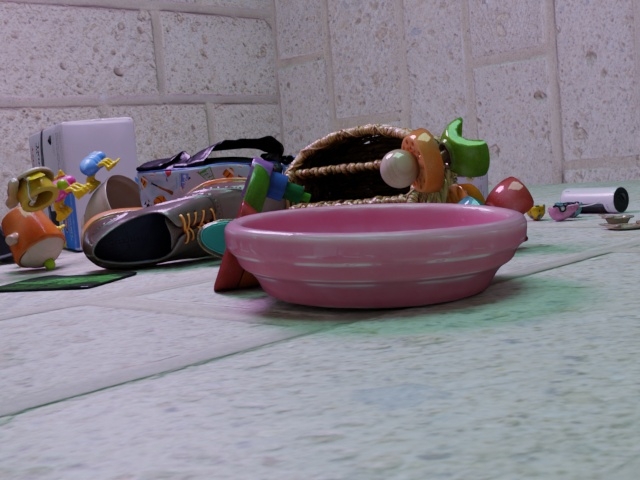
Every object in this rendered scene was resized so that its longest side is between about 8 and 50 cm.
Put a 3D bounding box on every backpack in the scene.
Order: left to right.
[{"bbox_3d":[-0.221,-0.082,1.679,0.277,0.213,0.263,-9,-5,26],"label":"backpack"}]

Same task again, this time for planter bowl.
[{"bbox_3d":[-0.414,-0.038,1.773,0.109,0.162,0.162,-32,-5,21],"label":"planter bowl"}]

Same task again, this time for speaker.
[{"bbox_3d":[0.573,-0.085,1.830,0.055,0.055,0.136,-8,7,-36],"label":"speaker"}]

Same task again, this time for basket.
[{"bbox_3d":[0.071,-0.099,1.555,0.299,0.213,0.223,-1,5,37],"label":"basket"}]

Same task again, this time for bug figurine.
[{"bbox_3d":[-0.520,-0.071,1.725,0.279,0.072,0.216,-46,10,15],"label":"bug figurine"}]

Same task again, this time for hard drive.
[{"bbox_3d":[-0.701,-0.031,1.836,0.054,0.172,0.255,-41,16,-15],"label":"hard drive"}]

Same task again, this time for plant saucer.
[{"bbox_3d":[0.061,0.012,0.979,0.332,0.084,0.332,-1,7,0],"label":"plant saucer"}]

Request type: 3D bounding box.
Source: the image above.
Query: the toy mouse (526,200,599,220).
[{"bbox_3d":[0.484,-0.058,1.747,0.143,0.031,0.161,-4,5,13],"label":"toy mouse"}]

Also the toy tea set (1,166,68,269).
[{"bbox_3d":[-0.571,0.014,1.483,0.336,0.124,0.200,-28,-19,-28],"label":"toy tea set"}]

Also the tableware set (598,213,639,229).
[{"bbox_3d":[0.559,-0.036,1.500,0.169,0.020,0.141,-4,5,6],"label":"tableware set"}]

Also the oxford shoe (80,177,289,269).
[{"bbox_3d":[-0.216,-0.019,1.474,0.364,0.130,0.133,-17,13,-13],"label":"oxford shoe"}]

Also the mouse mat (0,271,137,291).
[{"bbox_3d":[-0.395,0.063,1.332,0.190,0.007,0.152,-2,5,17],"label":"mouse mat"}]

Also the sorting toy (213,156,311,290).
[{"bbox_3d":[-0.059,-0.023,1.232,0.126,0.127,0.365,18,21,-6],"label":"sorting toy"}]

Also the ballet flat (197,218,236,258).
[{"bbox_3d":[-0.104,0.002,1.454,0.206,0.073,0.067,3,-7,-14],"label":"ballet flat"}]

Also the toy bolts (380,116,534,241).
[{"bbox_3d":[0.197,-0.044,1.343,0.159,0.218,0.228,-19,42,-14],"label":"toy bolts"}]

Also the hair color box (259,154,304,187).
[{"bbox_3d":[-0.079,-0.115,2.102,0.105,0.173,0.347,-5,5,-15],"label":"hair color box"}]

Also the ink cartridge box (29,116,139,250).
[{"bbox_3d":[-0.562,-0.130,2.078,0.166,0.285,0.395,-8,5,-28],"label":"ink cartridge box"}]

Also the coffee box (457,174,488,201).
[{"bbox_3d":[0.248,-0.113,2.086,0.297,0.118,0.168,-4,6,9],"label":"coffee box"}]
